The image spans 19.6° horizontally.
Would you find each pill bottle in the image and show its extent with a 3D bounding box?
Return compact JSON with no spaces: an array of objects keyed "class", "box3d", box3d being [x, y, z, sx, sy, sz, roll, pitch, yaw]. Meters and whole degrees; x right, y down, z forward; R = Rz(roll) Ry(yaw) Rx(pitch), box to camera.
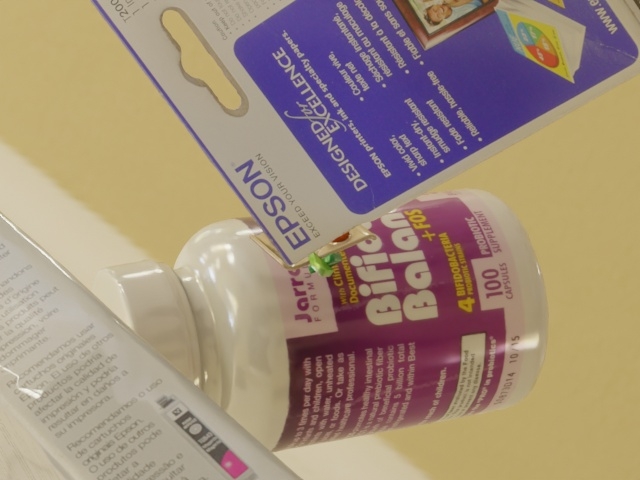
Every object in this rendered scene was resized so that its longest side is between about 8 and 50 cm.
[{"class":"pill bottle","box3d":[-0.004,0.060,1.321,0.302,0.169,0.169,-8,-146,-22]}]

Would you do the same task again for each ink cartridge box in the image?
[{"class":"ink cartridge box","box3d":[-0.086,0.137,0.846,0.071,0.324,0.330,-36,-133,-17]},{"class":"ink cartridge box","box3d":[0.008,-0.118,0.786,0.206,0.208,0.045,54,-148,-11]}]

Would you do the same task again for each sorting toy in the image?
[{"class":"sorting toy","box3d":[0.000,0.000,1.087,0.062,0.012,0.083,-19,-154,-18]}]
